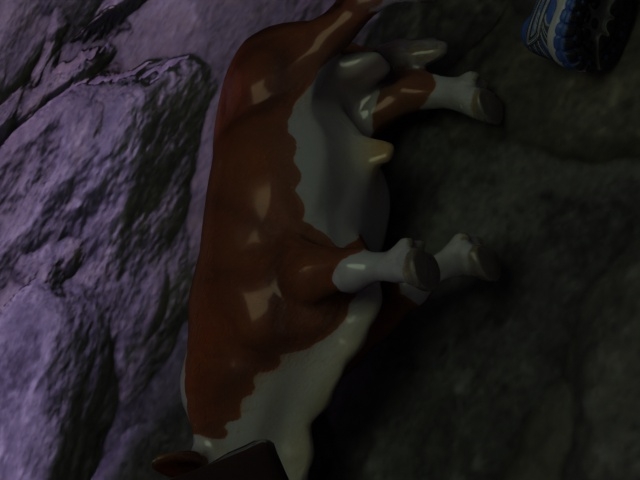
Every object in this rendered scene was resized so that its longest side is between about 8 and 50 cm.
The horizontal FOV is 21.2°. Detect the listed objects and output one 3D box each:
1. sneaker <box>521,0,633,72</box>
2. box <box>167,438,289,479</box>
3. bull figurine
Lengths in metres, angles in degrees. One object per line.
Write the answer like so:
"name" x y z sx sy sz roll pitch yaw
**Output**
"sneaker" 0.139 -0.154 0.886 0.058 0.052 0.135 15 78 55
"box" -0.038 0.281 0.561 0.143 0.191 0.381 117 131 -68
"bull figurine" 0.000 0.000 0.907 0.188 0.101 0.310 -22 54 34
